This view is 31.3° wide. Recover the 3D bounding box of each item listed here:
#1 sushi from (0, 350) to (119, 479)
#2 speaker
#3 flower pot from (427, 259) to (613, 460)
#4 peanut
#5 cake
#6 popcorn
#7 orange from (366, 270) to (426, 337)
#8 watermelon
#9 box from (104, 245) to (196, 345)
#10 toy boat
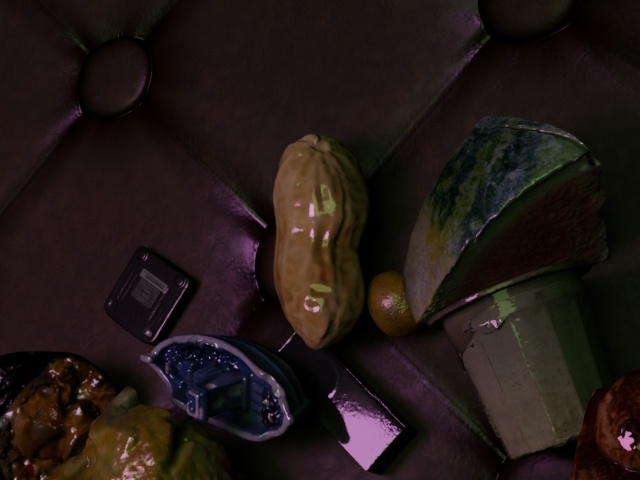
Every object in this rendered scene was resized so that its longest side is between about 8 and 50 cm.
[{"bbox_3d":[-0.409,0.271,1.659,0.204,0.200,0.213,12,56,29],"label":"sushi"},{"bbox_3d":[0.028,0.212,1.549,0.082,0.044,0.218,-48,60,5],"label":"speaker"},{"bbox_3d":[0.256,0.154,1.381,0.212,0.212,0.203,-20,76,19],"label":"flower pot"},{"bbox_3d":[0.000,0.000,1.573,0.147,0.147,0.306,-3,75,25],"label":"peanut"},{"bbox_3d":[0.374,0.277,1.198,0.196,0.293,0.199,-1,40,26],"label":"cake"},{"bbox_3d":[-0.245,0.340,1.510,0.225,0.276,0.276,39,93,2],"label":"popcorn"},{"bbox_3d":[0.103,0.084,1.528,0.095,0.085,0.085,44,96,15],"label":"orange"},{"bbox_3d":[0.233,-0.019,1.421,0.193,0.231,0.310,37,120,29],"label":"watermelon"},{"bbox_3d":[-0.263,0.085,1.741,0.126,0.027,0.125,31,89,30],"label":"box"},{"bbox_3d":[-0.139,0.198,1.557,0.309,0.142,0.129,16,108,42],"label":"toy boat"}]
